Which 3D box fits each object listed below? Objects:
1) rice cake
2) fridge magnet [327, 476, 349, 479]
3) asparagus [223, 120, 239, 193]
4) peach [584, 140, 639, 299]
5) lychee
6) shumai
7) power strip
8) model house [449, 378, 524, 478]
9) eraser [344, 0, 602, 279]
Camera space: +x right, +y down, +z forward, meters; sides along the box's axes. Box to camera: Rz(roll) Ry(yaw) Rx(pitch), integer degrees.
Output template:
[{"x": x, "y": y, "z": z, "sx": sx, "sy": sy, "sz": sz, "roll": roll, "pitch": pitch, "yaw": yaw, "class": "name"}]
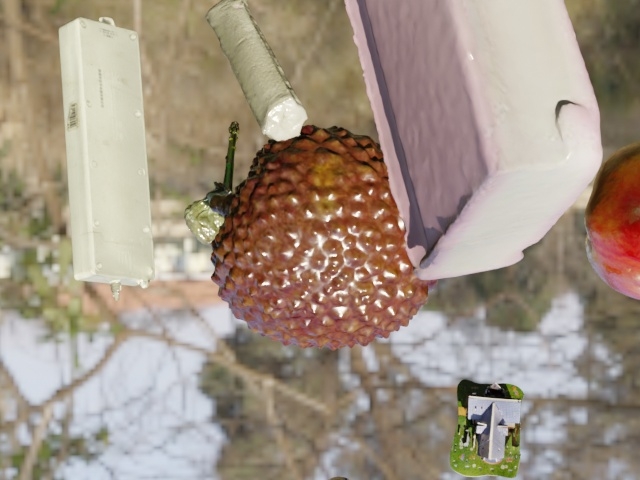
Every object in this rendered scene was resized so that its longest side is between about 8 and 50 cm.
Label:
[{"x": -0.078, "y": -0.208, "z": 1.867, "sx": 0.057, "sy": 0.052, "sz": 0.256, "roll": -23, "pitch": -136, "yaw": -4, "class": "rice cake"}, {"x": 0.009, "y": 0.451, "z": 2.126, "sx": 0.112, "sy": 0.265, "sz": 0.265, "roll": 13, "pitch": -174, "yaw": 10, "class": "fridge magnet"}, {"x": -0.101, "y": -0.096, "z": 1.778, "sx": 0.013, "sy": 0.016, "sz": 0.166, "roll": -1, "pitch": -147, "yaw": 1, "class": "asparagus"}, {"x": 0.530, "y": -0.023, "z": 2.323, "sx": 0.274, "sy": 0.248, "sz": 0.245, "roll": 4, "pitch": -169, "yaw": 18, "class": "peach"}, {"x": 0.000, "y": 0.000, "z": 1.918, "sx": 0.304, "sy": 0.276, "sz": 0.276, "roll": 20, "pitch": -171, "yaw": 15, "class": "lychee"}, {"x": -0.146, "y": -0.040, "z": 2.297, "sx": 0.083, "sy": 0.082, "sz": 0.080, "roll": 39, "pitch": 132, "yaw": -24, "class": "shumai"}, {"x": -0.268, "y": -0.104, "z": 1.976, "sx": 0.043, "sy": 0.367, "sz": 0.106, "roll": -18, "pitch": 161, "yaw": 42, "class": "power strip"}, {"x": 0.270, "y": 0.293, "z": 2.543, "sx": 0.117, "sy": 0.167, "sz": 0.088, "roll": 6, "pitch": 156, "yaw": 9, "class": "model house"}, {"x": 0.126, "y": -0.176, "z": 1.441, "sx": 0.122, "sy": 0.359, "sz": 0.272, "roll": -8, "pitch": 159, "yaw": -18, "class": "eraser"}]
